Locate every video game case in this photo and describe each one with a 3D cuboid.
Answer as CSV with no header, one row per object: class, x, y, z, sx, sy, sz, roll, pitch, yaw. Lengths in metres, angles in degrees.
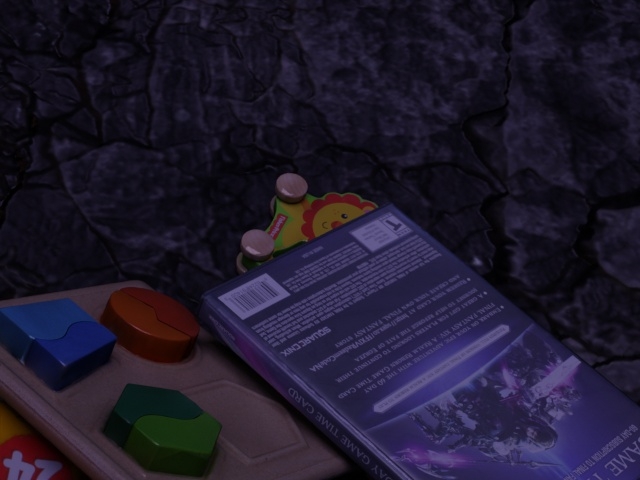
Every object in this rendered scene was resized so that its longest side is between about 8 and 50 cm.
video game case,0.080,0.091,1.025,0.274,0.026,0.196,41,42,22

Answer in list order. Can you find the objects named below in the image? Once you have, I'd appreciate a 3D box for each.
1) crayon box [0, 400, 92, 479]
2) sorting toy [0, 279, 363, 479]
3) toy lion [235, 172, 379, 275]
crayon box,-0.175,0.235,0.825,0.202,0.081,0.318,20,44,-23
sorting toy,-0.065,0.111,0.936,0.307,0.041,0.229,36,19,26
toy lion,0.000,0.000,1.140,0.096,0.034,0.100,25,50,6
